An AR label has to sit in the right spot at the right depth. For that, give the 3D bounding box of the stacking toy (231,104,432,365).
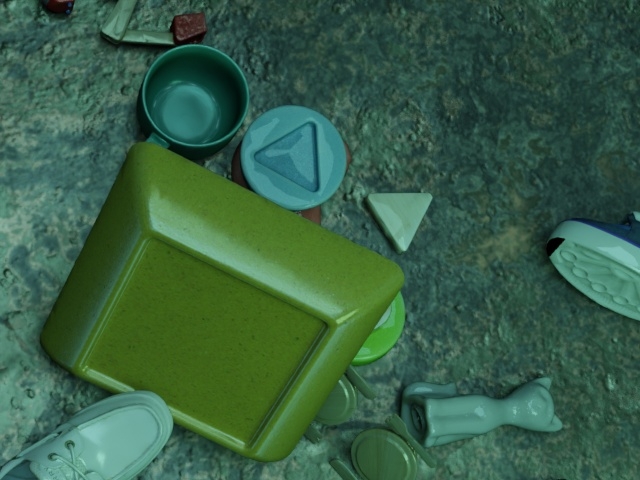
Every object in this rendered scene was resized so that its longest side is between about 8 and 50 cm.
[{"bbox_3d":[0.000,0.000,1.841,0.280,0.130,0.308,19,75,-9],"label":"stacking toy"}]

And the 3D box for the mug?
[{"bbox_3d":[-0.171,-0.159,1.850,0.158,0.097,0.129,-18,84,-16],"label":"mug"}]

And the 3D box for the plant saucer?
[{"bbox_3d":[-0.124,0.097,1.698,0.333,0.332,0.081,26,33,-7],"label":"plant saucer"}]

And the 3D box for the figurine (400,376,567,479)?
[{"bbox_3d":[0.215,0.271,1.868,0.210,0.092,0.214,-3,78,-22],"label":"figurine"}]

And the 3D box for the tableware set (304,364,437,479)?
[{"bbox_3d":[0.047,0.217,1.828,0.194,0.128,0.039,49,37,0],"label":"tableware set"}]

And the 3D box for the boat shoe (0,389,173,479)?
[{"bbox_3d":[-0.289,0.263,1.688,0.277,0.096,0.098,-32,94,3],"label":"boat shoe"}]

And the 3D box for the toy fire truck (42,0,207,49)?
[{"bbox_3d":[-0.247,-0.294,1.886,0.192,0.047,0.135,-12,83,-15],"label":"toy fire truck"}]

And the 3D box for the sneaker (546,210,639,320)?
[{"bbox_3d":[0.468,-0.013,1.972,0.323,0.130,0.236,25,64,-3],"label":"sneaker"}]
